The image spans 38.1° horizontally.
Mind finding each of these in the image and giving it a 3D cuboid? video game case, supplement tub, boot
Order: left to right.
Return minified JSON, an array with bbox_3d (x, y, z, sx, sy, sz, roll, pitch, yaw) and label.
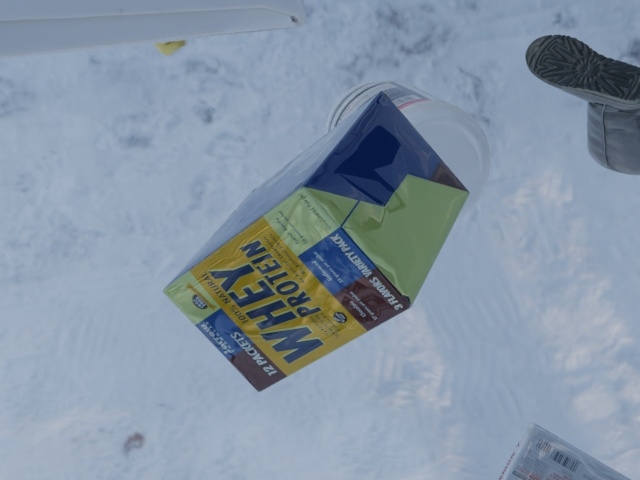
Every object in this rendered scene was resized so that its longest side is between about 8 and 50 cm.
[{"bbox_3d":[0.123,-0.139,1.415,0.191,0.272,0.191,-5,110,-14],"label":"supplement tub"},{"bbox_3d":[0.297,0.349,1.129,0.201,0.023,0.183,31,84,-7],"label":"video game case"},{"bbox_3d":[0.377,-0.182,1.274,0.190,0.208,0.076,34,86,27],"label":"boot"}]

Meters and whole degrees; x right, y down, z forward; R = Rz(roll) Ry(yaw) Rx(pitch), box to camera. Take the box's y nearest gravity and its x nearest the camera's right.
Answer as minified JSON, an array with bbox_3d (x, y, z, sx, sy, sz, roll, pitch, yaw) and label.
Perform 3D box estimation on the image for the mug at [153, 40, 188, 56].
[{"bbox_3d":[-0.228,-0.299,1.339,0.062,0.078,0.064,-23,104,43],"label":"mug"}]

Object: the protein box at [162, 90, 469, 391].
[{"bbox_3d":[0.000,0.000,0.867,0.136,0.200,0.201,48,128,-10],"label":"protein box"}]

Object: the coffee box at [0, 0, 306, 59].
[{"bbox_3d":[-0.201,-0.285,0.557,0.338,0.334,0.337,-7,106,-1],"label":"coffee box"}]
